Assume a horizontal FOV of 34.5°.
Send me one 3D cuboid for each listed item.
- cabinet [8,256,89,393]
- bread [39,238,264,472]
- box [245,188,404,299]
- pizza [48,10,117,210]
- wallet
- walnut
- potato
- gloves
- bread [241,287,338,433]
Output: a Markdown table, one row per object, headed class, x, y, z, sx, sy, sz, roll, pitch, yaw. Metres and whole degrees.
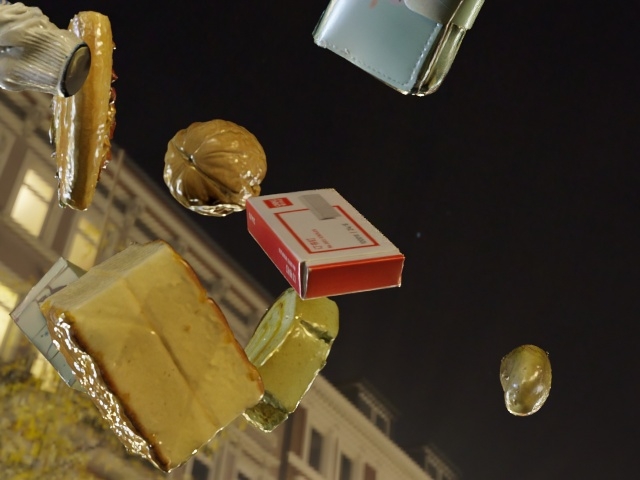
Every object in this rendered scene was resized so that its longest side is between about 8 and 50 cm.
| class | x | y | z | sx | sy | sz | roll | pitch | yaw |
| --- | --- | --- | --- | --- | --- | --- | --- | --- | --- |
| cabinet | -0.431 | 0.161 | 1.879 | 0.145 | 0.206 | 0.150 | -48 | -26 | -1 |
| bread | -0.258 | 0.162 | 1.535 | 0.279 | 0.207 | 0.279 | 58 | -19 | -10 |
| box | 0.000 | 0.001 | 1.210 | 0.122 | 0.229 | 0.050 | -8 | -66 | -17 |
| pizza | -0.343 | -0.193 | 1.497 | 0.081 | 0.228 | 0.290 | -1 | -72 | -25 |
| wallet | 0.109 | -0.308 | 1.183 | 0.176 | 0.075 | 0.250 | 35 | -72 | 26 |
| walnut | -0.162 | -0.114 | 1.628 | 0.155 | 0.156 | 0.184 | -13 | -15 | 21 |
| potato | 0.301 | 0.204 | 1.504 | 0.070 | 0.138 | 0.092 | 12 | -70 | 3 |
| gloves | -0.402 | -0.245 | 1.293 | 0.229 | 0.097 | 0.119 | 15 | -65 | -4 |
| bread | -0.059 | 0.196 | 1.748 | 0.124 | 0.257 | 0.186 | 35 | -10 | -12 |
